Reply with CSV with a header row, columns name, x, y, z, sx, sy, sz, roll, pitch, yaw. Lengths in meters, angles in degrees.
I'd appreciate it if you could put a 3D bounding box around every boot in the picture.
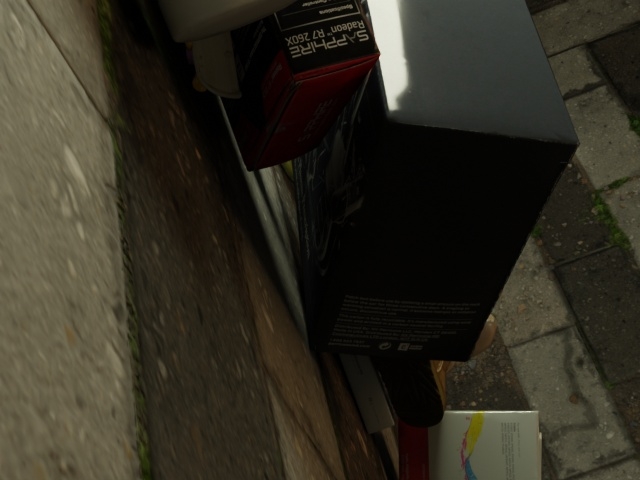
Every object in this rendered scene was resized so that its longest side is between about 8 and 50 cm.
name,x,y,z,sx,sy,sz,roll,pitch,yaw
boot,0.123,0.071,1.349,0.269,0.089,0.236,-66,149,-55

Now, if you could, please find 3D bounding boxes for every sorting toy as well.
name,x,y,z,sx,sy,sz,roll,pitch,yaw
sorting toy,-0.108,-0.178,0.986,0.075,0.045,0.083,-126,-155,-58

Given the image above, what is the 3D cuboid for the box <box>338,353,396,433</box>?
name,x,y,z,sx,sy,sz,roll,pitch,yaw
box,0.058,0.161,1.361,0.186,0.038,0.145,6,64,-83

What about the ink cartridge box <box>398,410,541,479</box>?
name,x,y,z,sx,sy,sz,roll,pitch,yaw
ink cartridge box,0.193,0.283,1.356,0.128,0.176,0.127,51,38,-74

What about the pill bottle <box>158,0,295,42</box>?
name,x,y,z,sx,sy,sz,roll,pitch,yaw
pill bottle,-0.111,-0.297,0.807,0.152,0.152,0.271,-60,130,-83

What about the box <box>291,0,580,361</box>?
name,x,y,z,sx,sy,sz,roll,pitch,yaw
box,0.091,-0.105,1.101,0.343,0.179,0.312,-97,-162,-44

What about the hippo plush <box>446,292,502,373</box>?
name,x,y,z,sx,sy,sz,roll,pitch,yaw
hippo plush,0.119,0.080,1.693,0.294,0.234,0.236,20,9,-24

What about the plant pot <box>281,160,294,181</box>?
name,x,y,z,sx,sy,sz,roll,pitch,yaw
plant pot,0.031,-0.255,1.489,0.276,0.254,0.276,-21,90,-84

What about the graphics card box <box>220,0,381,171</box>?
name,x,y,z,sx,sy,sz,roll,pitch,yaw
graphics card box,-0.073,-0.279,1.009,0.233,0.094,0.370,130,-60,-70
